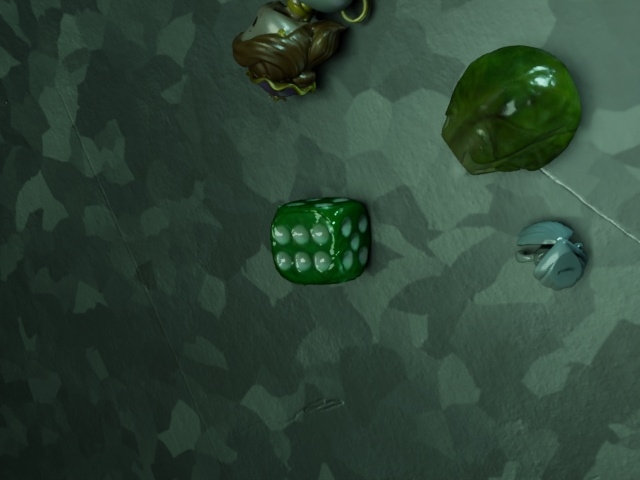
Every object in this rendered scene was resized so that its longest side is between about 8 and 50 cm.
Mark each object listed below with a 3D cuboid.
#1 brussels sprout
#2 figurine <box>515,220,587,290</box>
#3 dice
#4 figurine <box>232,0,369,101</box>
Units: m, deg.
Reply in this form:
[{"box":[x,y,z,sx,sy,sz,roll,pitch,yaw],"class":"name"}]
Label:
[{"box":[0.251,-0.173,0.915,0.181,0.143,0.161,-23,124,20],"class":"brussels sprout"},{"box":[0.325,0.015,0.953,0.095,0.086,0.082,-13,115,-10],"class":"figurine"},{"box":[0.000,0.000,1.103,0.129,0.120,0.130,4,101,30],"class":"dice"},{"box":[-0.038,-0.339,1.040,0.190,0.142,0.263,27,116,-3],"class":"figurine"}]
